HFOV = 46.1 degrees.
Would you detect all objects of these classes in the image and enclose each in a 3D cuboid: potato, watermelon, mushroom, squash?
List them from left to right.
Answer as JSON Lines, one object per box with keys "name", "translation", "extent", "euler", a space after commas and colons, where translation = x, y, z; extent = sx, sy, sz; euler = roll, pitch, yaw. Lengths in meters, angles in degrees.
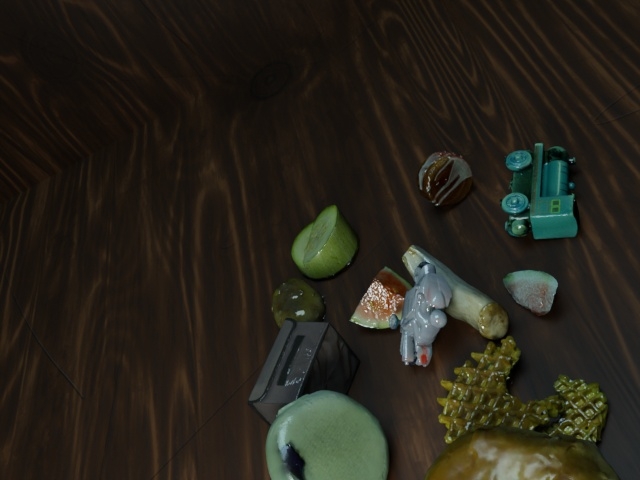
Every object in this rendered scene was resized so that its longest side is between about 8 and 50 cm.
{"name": "potato", "translation": [-0.073, 0.180, 2.162], "extent": [0.164, 0.081, 0.200], "euler": [-34, 42, 0]}
{"name": "squash", "translation": [-0.004, 0.007, 2.254], "extent": [0.220, 0.133, 0.220], "euler": [-24, 41, 23]}
{"name": "watermelon", "translation": [0.186, 0.162, 1.994], "extent": [0.145, 0.137, 0.193], "euler": [30, 67, 10]}
{"name": "mushroom", "translation": [0.334, 0.126, 1.894], "extent": [0.095, 0.123, 0.351], "euler": [-34, 44, -16]}
{"name": "watermelon", "translation": [0.516, 0.120, 1.821], "extent": [0.094, 0.081, 0.180], "euler": [-55, 25, 1]}

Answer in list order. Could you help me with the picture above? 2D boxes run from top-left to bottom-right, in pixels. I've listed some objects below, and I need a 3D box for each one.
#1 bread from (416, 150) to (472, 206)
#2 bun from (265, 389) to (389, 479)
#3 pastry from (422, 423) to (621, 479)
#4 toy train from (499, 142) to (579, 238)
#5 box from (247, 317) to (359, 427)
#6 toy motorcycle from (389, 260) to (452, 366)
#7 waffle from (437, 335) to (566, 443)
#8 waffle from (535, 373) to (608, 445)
{"name": "bread", "translation": [0.355, -0.177, 2.154], "extent": [0.160, 0.160, 0.073], "euler": [-41, 30, -7]}
{"name": "bun", "translation": [0.003, 0.493, 1.702], "extent": [0.187, 0.293, 0.293], "euler": [-43, 20, 55]}
{"name": "pastry", "translation": [0.368, 0.530, 1.375], "extent": [0.409, 0.245, 0.409], "euler": [-18, 46, 19]}
{"name": "toy train", "translation": [0.584, -0.132, 1.987], "extent": [0.194, 0.120, 0.298], "euler": [-3, 49, 23]}
{"name": "box", "translation": [-0.035, 0.350, 1.889], "extent": [0.153, 0.188, 0.252], "euler": [-3, 47, 36]}
{"name": "toy motorcycle", "translation": [0.254, 0.182, 1.832], "extent": [0.171, 0.110, 0.260], "euler": [-172, 91, -72]}
{"name": "waffle", "translation": [0.379, 0.361, 1.654], "extent": [0.260, 0.069, 0.293], "euler": [-38, 28, 10]}
{"name": "waffle", "translation": [0.518, 0.371, 1.581], "extent": [0.149, 0.051, 0.194], "euler": [4, 54, 36]}
